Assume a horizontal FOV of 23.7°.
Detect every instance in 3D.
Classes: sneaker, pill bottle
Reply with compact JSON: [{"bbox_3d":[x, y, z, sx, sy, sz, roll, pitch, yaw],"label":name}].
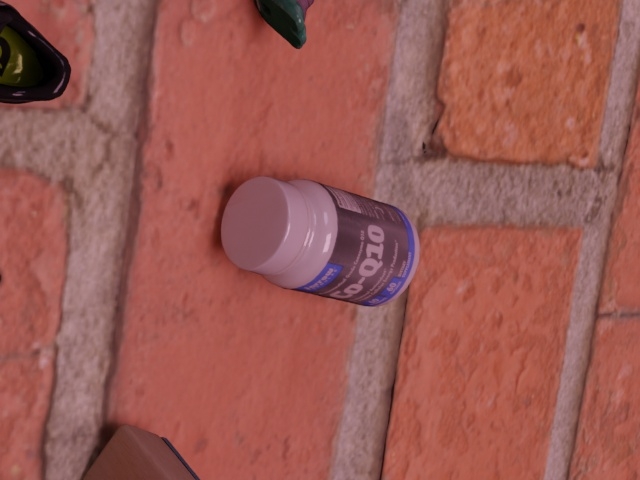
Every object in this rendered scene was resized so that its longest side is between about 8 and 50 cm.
[{"bbox_3d":[-0.209,-0.122,0.816,0.188,0.078,0.067,25,83,-46],"label":"sneaker"},{"bbox_3d":[0.000,0.000,1.069,0.137,0.078,0.078,14,91,-47],"label":"pill bottle"}]

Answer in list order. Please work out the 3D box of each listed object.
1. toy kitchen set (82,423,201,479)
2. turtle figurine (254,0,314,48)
[{"bbox_3d":[-0.108,0.257,1.030,0.166,0.122,0.207,29,100,-47],"label":"toy kitchen set"},{"bbox_3d":[0.051,-0.239,1.028,0.234,0.118,0.175,-35,111,-16],"label":"turtle figurine"}]
